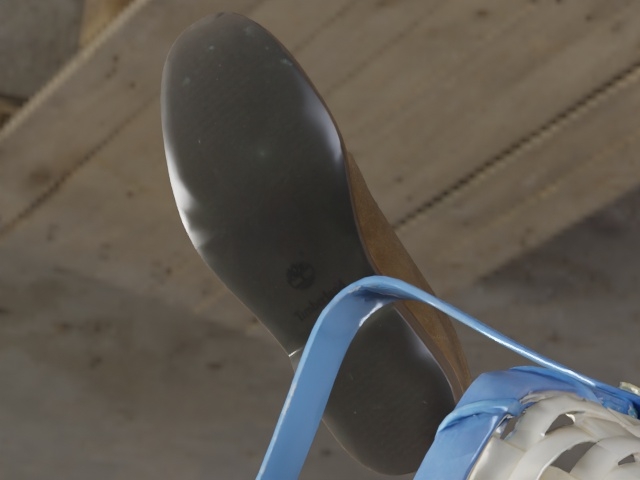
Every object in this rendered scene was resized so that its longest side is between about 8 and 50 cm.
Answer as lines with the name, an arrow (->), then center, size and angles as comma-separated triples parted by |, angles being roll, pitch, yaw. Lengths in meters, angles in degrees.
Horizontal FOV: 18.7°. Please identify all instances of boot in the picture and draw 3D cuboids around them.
boot -> 0.000, 0.000, 1.210 | 0.112, 0.305, 0.115 | -30, 174, 18

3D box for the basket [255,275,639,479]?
basket -> 0.063, 0.166, 0.720 | 0.289, 0.255, 0.201 | 23, 177, 38
